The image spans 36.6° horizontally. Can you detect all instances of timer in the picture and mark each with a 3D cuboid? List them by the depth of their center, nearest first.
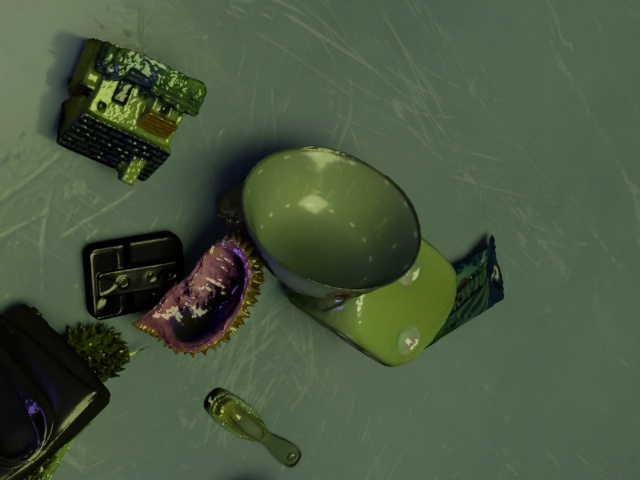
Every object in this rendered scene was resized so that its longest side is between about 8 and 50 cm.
[{"bbox_3d":[-0.339,0.065,1.786,0.187,0.055,0.144,-11,110,-31],"label":"timer"}]

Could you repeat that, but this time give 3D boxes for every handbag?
[{"bbox_3d":[-0.534,0.270,1.626,0.285,0.257,0.113,-42,163,-11],"label":"handbag"}]

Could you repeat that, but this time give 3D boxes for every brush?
[{"bbox_3d":[-0.126,0.405,2.030,0.297,0.060,0.068,43,77,-34],"label":"brush"}]

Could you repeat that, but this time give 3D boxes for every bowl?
[{"bbox_3d":[0.000,0.000,1.760,0.337,0.337,0.157,-10,145,-30],"label":"bowl"}]

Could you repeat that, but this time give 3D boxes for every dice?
[{"bbox_3d":[0.106,0.091,1.965,0.254,0.252,0.249,39,83,-34],"label":"dice"}]

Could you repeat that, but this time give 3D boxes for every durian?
[{"bbox_3d":[-0.479,0.302,1.761,0.355,0.158,0.169,-57,161,-5],"label":"durian"},{"bbox_3d":[-0.189,0.097,1.816,0.154,0.186,0.260,44,110,-2],"label":"durian"}]

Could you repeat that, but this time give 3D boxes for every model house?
[{"bbox_3d":[-0.333,-0.210,1.636,0.194,0.170,0.211,23,92,-38],"label":"model house"}]

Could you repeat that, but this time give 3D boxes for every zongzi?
[{"bbox_3d":[-0.091,-0.047,1.878,0.194,0.099,0.197,-36,115,-19],"label":"zongzi"}]

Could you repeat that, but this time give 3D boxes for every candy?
[{"bbox_3d":[0.295,0.132,2.211,0.331,0.077,0.187,-26,120,-26],"label":"candy"}]
